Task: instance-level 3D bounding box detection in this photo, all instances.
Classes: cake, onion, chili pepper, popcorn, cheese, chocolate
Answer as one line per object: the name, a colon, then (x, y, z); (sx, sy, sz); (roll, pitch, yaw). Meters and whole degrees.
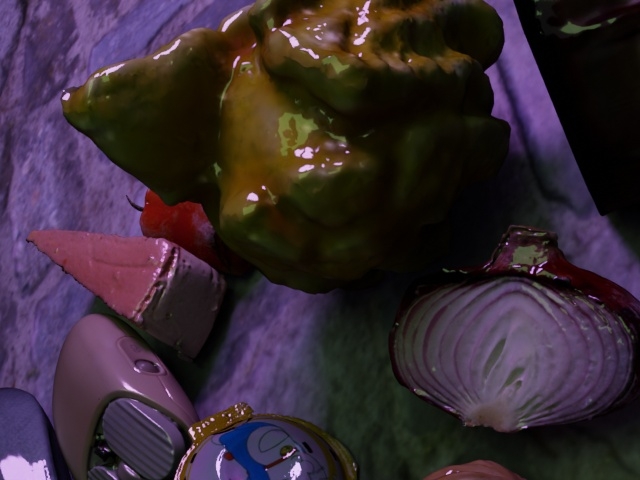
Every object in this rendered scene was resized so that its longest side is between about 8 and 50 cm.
cake: (-0.189, 0.030, 1.182); (0.225, 0.109, 0.090); (27, 83, 44)
onion: (0.158, 0.064, 0.883); (0.205, 0.098, 0.151); (10, 96, 35)
chili pepper: (-0.135, -0.024, 1.187); (0.192, 0.084, 0.086); (16, 77, 40)
popcorn: (-0.003, -0.123, 0.977); (0.290, 0.321, 0.326); (-14, 75, 30)
cheese: (-0.025, 0.228, 0.945); (0.156, 0.064, 0.250); (-23, 55, -21)
chocolate: (0.247, -0.172, 0.871); (0.186, 0.284, 0.284); (-20, 52, 9)

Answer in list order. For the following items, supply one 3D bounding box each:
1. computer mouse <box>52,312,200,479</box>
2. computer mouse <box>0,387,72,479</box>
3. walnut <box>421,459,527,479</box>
computer mouse: (-0.188, 0.164, 1.092); (0.236, 0.082, 0.145); (46, 125, 45)
computer mouse: (-0.304, 0.298, 1.079); (0.203, 0.114, 0.374); (-28, 56, 8)
walnut: (0.092, 0.240, 0.799); (0.184, 0.155, 0.155); (-55, 45, 2)
